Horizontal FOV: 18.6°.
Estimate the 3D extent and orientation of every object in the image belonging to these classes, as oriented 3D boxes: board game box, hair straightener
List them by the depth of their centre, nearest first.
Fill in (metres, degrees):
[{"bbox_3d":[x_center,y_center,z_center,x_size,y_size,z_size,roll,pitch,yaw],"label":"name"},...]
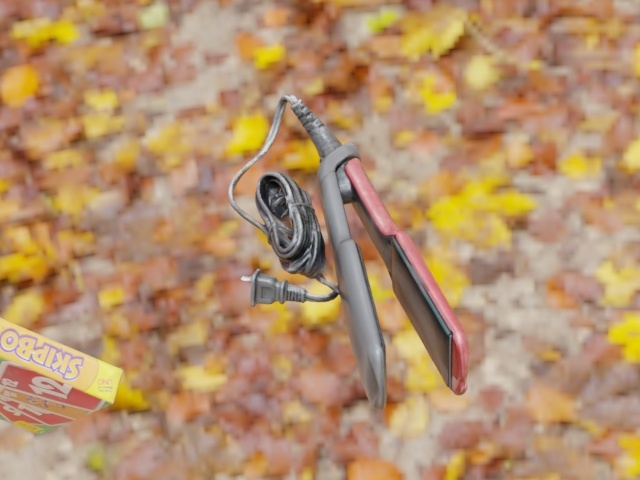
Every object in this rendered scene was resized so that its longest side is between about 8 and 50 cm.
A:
[{"bbox_3d":[0.000,0.000,1.002,0.089,0.047,0.230,-12,44,-11],"label":"hair straightener"},{"bbox_3d":[-0.284,0.071,1.410,0.259,0.124,0.039,28,60,-24],"label":"board game box"}]
